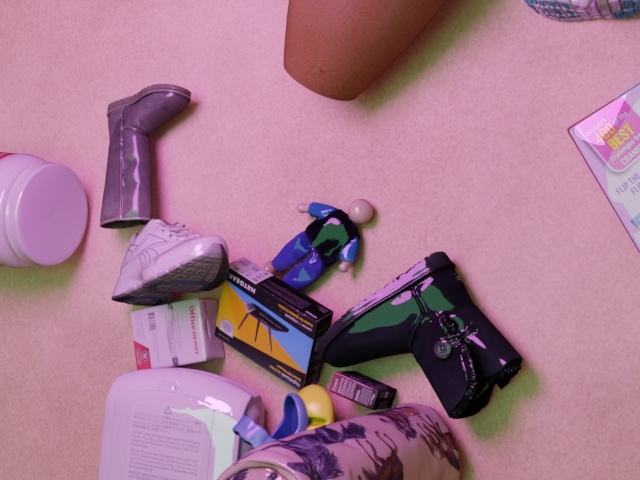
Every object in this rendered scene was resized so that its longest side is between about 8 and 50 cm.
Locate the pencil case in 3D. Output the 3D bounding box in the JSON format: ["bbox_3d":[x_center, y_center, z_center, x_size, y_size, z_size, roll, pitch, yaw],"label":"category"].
[{"bbox_3d":[0.025,0.324,1.502,0.160,0.410,0.183,21,103,31],"label":"pencil case"}]

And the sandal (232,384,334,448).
[{"bbox_3d":[-0.061,0.364,1.682,0.126,0.138,0.317,165,106,-70],"label":"sandal"}]

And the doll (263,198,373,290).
[{"bbox_3d":[0.000,0.000,1.748,0.189,0.046,0.129,-38,70,22],"label":"doll"}]

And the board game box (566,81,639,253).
[{"bbox_3d":[0.490,-0.070,1.469,0.242,0.064,0.316,-33,71,23],"label":"board game box"}]

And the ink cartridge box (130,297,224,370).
[{"bbox_3d":[-0.224,0.148,1.855,0.135,0.056,0.099,-11,82,28],"label":"ink cartridge box"}]

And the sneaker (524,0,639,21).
[{"bbox_3d":[0.354,-0.337,1.577,0.167,0.065,0.076,5,72,26],"label":"sneaker"}]

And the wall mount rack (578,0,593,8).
[{"bbox_3d":[0.348,-0.490,1.510,0.350,0.130,0.304,40,88,20],"label":"wall mount rack"}]

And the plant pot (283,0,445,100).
[{"bbox_3d":[0.049,-0.335,1.664,0.237,0.237,0.254,42,120,25],"label":"plant pot"}]

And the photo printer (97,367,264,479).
[{"bbox_3d":[-0.215,0.349,1.795,0.256,0.107,0.307,5,89,22],"label":"photo printer"}]

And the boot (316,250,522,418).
[{"bbox_3d":[0.133,0.163,1.632,0.246,0.094,0.207,-37,66,15],"label":"boot"}]

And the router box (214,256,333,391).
[{"bbox_3d":[-0.071,0.124,1.751,0.179,0.046,0.133,30,125,28],"label":"router box"}]

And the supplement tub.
[{"bbox_3d":[-0.547,-0.054,1.974,0.272,0.191,0.191,6,89,29],"label":"supplement tub"}]

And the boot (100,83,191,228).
[{"bbox_3d":[-0.281,-0.131,1.882,0.190,0.076,0.208,-17,62,41],"label":"boot"}]

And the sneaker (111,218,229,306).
[{"bbox_3d":[-0.235,0.022,1.801,0.297,0.111,0.129,-16,68,52],"label":"sneaker"}]

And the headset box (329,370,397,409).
[{"bbox_3d":[0.057,0.212,1.690,0.083,0.062,0.032,19,95,28],"label":"headset box"}]
